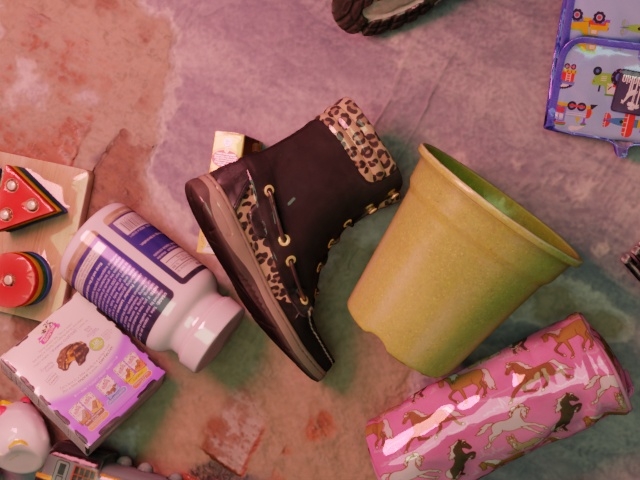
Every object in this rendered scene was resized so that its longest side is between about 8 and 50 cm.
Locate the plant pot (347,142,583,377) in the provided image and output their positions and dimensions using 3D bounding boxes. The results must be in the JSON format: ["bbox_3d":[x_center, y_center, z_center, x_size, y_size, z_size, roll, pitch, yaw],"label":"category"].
[{"bbox_3d":[0.180,0.044,1.357,0.276,0.276,0.254,37,102,8],"label":"plant pot"}]

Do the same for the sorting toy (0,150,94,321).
[{"bbox_3d":[-0.524,-0.014,1.557,0.255,0.089,0.257,12,92,9],"label":"sorting toy"}]

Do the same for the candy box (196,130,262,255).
[{"bbox_3d":[-0.139,-0.070,1.481,0.053,0.109,0.187,8,92,11],"label":"candy box"}]

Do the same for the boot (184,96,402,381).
[{"bbox_3d":[0.000,0.000,1.425,0.284,0.138,0.377,-36,115,-14],"label":"boot"}]

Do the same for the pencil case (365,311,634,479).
[{"bbox_3d":[0.256,0.253,1.390,0.386,0.167,0.160,-30,66,10],"label":"pencil case"}]

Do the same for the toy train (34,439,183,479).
[{"bbox_3d":[-0.306,0.437,1.503,0.333,0.142,0.190,15,83,9],"label":"toy train"}]

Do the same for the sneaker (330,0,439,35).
[{"bbox_3d":[0.190,-0.463,1.419,0.410,0.158,0.182,-19,69,4],"label":"sneaker"}]

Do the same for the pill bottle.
[{"bbox_3d":[-0.255,0.075,1.479,0.264,0.153,0.153,37,96,8],"label":"pill bottle"}]

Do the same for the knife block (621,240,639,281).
[{"bbox_3d":[0.553,0.118,1.374,0.242,0.088,0.276,3,91,11],"label":"knife block"}]

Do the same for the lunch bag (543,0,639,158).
[{"bbox_3d":[0.451,-0.266,1.387,0.220,0.138,0.293,8,104,9],"label":"lunch bag"}]

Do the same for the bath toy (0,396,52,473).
[{"bbox_3d":[-0.594,0.347,1.559,0.348,0.129,0.151,-25,130,11],"label":"bath toy"}]

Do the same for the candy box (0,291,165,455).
[{"bbox_3d":[-0.370,0.205,1.503,0.196,0.070,0.165,43,62,7],"label":"candy box"}]
